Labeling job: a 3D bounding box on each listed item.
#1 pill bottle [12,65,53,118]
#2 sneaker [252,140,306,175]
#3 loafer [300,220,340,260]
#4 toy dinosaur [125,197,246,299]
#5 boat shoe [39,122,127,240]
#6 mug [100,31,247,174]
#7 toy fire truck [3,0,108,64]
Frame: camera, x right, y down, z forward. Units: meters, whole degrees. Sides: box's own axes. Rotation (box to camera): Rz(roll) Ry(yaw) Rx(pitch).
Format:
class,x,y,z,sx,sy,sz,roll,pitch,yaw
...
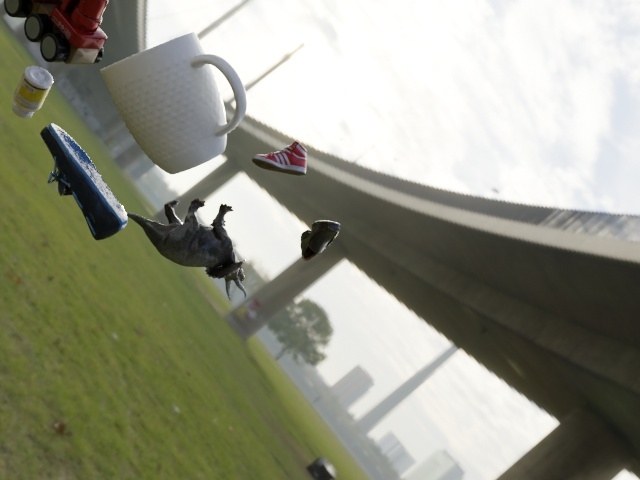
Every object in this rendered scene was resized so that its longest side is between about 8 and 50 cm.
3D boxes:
class,x,y,z,sx,sy,sz,roll,pitch,yaw
pill bottle,-0.656,-0.333,1.952,0.065,0.116,0.065,25,40,-23
sneaker,-0.083,-0.177,1.781,0.118,0.067,0.042,12,-12,-23
loafer,0.000,0.000,1.926,0.062,0.061,0.170,13,-20,-15
toy dinosaur,-0.271,-0.002,1.844,0.313,0.160,0.121,21,-31,-27
boat shoe,-0.498,-0.115,1.744,0.258,0.089,0.109,56,9,6
mug,-0.361,-0.369,2.316,0.276,0.374,0.328,-43,115,-54
toy fire truck,-0.499,-0.494,1.679,0.217,0.246,0.158,49,31,19
